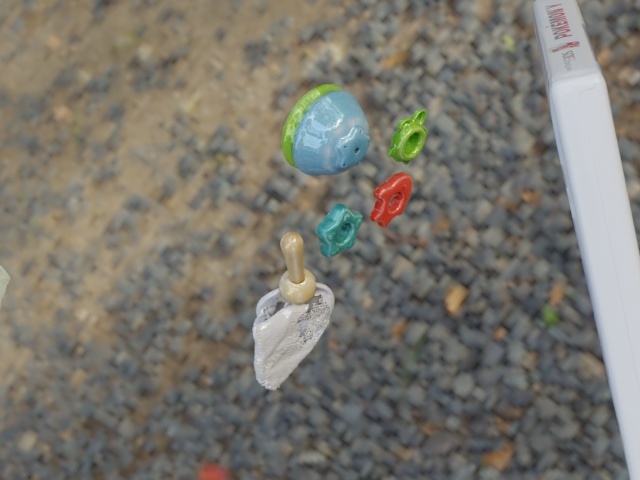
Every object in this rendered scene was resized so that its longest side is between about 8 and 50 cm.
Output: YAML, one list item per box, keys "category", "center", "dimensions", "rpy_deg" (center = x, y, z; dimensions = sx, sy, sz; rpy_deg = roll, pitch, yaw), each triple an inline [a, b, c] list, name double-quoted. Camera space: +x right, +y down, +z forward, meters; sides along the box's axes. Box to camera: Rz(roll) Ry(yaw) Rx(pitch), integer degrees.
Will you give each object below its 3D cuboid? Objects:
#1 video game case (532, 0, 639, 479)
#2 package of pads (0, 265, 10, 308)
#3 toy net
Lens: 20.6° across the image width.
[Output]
- category: "video game case"
  center: [0.121, 0.009, 0.742]
  dimensions: [0.023, 0.201, 0.183]
  rpy_deg: [-11, 16, 8]
- category: "package of pads"
  center: [-0.415, 0.013, 1.304]
  dimensions: [0.229, 0.296, 0.101]
  rpy_deg: [16, 89, 33]
- category: "toy net"
  center: [0.000, 0.000, 1.318]
  dimensions: [0.045, 0.122, 0.232]
  rpy_deg: [32, 109, 34]
